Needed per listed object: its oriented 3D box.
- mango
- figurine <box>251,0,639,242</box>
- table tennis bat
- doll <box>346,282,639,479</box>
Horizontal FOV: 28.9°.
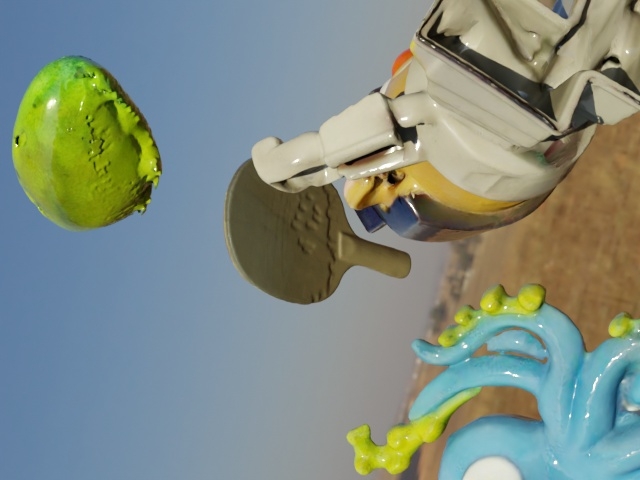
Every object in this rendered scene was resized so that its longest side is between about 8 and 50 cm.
[{"bbox_3d":[-0.203,-0.083,1.060,0.119,0.100,0.178,-28,-38,-21],"label":"mango"},{"bbox_3d":[0.104,-0.083,0.823,0.308,0.308,0.143,88,178,-71],"label":"figurine"},{"bbox_3d":[0.000,0.000,1.128,0.234,0.022,0.131,19,-111,-43],"label":"table tennis bat"},{"bbox_3d":[0.223,0.187,1.006,0.341,0.346,0.099,-41,7,31],"label":"doll"}]
